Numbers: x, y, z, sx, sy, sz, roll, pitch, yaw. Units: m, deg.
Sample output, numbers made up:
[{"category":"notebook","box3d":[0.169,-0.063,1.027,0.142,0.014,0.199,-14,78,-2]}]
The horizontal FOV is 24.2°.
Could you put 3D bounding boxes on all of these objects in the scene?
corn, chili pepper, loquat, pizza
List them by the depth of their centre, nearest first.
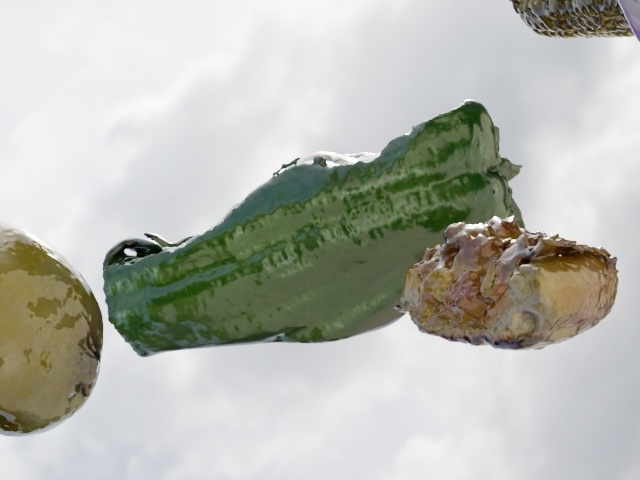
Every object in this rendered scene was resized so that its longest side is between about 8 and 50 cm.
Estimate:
[{"category":"loquat","box3d":[-0.242,0.059,1.102,0.152,0.195,0.152,-42,-31,-34]},{"category":"pizza","box3d":[0.138,0.025,1.103,0.305,0.161,0.085,-89,0,-87]},{"category":"corn","box3d":[0.260,-0.215,1.189,0.115,0.318,0.115,0,-89,-23]},{"category":"chili pepper","box3d":[0.004,0.010,1.351,0.213,0.385,0.167,37,-145,-79]}]

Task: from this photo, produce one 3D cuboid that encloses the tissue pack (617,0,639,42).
[{"category":"tissue pack","box3d":[0.246,-0.268,0.825,0.242,0.160,0.338,-53,-40,-7]}]
